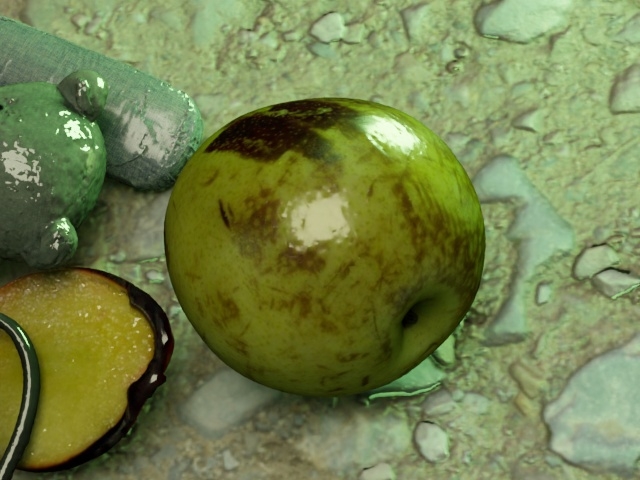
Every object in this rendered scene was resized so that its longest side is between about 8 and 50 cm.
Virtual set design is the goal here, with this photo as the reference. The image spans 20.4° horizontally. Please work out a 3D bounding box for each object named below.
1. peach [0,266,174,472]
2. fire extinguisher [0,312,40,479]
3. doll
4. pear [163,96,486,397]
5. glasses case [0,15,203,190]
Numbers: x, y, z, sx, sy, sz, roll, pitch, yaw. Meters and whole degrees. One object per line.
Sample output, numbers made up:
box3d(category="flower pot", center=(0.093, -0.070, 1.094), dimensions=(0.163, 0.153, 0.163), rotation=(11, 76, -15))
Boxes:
box3d(category="peach", center=(-0.250, 0.123, 1.625), dimensions=(0.279, 0.068, 0.189), rotation=(-1, 67, 26))
box3d(category="fire extinguisher", center=(-0.347, 0.205, 1.565), dimensions=(0.200, 0.113, 0.376), rotation=(-2, 69, -19))
box3d(category="doll", center=(-0.360, -0.046, 1.649), dimensions=(0.340, 0.158, 0.245), rotation=(-8, 69, 14))
box3d(category="pear", center=(0.000, 0.000, 1.551), dimensions=(0.284, 0.283, 0.283), rotation=(-3, 65, 5))
box3d(category="glasses case", center=(-0.248, -0.137, 1.748), dimensions=(0.282, 0.067, 0.109), rotation=(23, 78, 13))
